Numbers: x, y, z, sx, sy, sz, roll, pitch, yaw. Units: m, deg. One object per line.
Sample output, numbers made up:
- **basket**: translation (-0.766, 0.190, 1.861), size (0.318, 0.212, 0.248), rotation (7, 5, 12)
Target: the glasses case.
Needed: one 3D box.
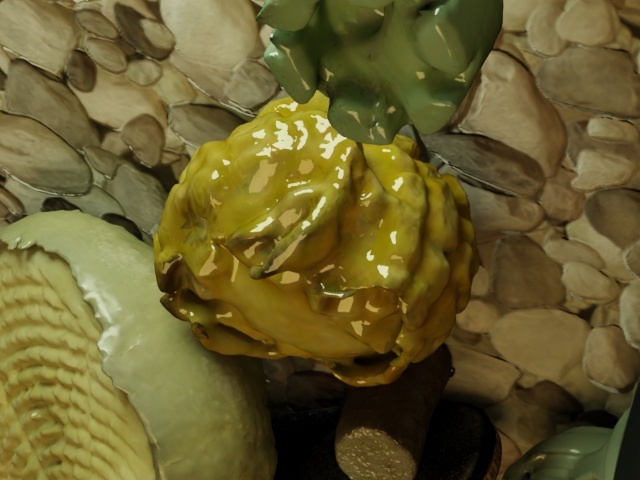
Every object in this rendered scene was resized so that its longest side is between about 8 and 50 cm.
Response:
- **glasses case**: translation (0.016, 0.211, 1.602), size (0.321, 0.122, 0.082), rotation (-10, 131, 35)

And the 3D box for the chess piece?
- **chess piece**: translation (0.073, -0.193, 1.036), size (0.194, 0.299, 0.194), rotation (15, 136, 15)

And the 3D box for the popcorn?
- **popcorn**: translation (0.000, 0.000, 1.355), size (0.250, 0.190, 0.250), rotation (10, 132, 11)

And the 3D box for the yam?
- **yam**: translation (0.061, 0.139, 1.506), size (0.084, 0.127, 0.084), rotation (12, 136, 12)

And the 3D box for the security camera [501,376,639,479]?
- **security camera**: translation (0.269, 0.220, 1.438), size (0.191, 0.197, 0.277), rotation (32, 146, -18)

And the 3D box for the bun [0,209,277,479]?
- **bun**: translation (-0.167, 0.141, 1.553), size (0.364, 0.202, 0.364), rotation (24, 123, 44)
